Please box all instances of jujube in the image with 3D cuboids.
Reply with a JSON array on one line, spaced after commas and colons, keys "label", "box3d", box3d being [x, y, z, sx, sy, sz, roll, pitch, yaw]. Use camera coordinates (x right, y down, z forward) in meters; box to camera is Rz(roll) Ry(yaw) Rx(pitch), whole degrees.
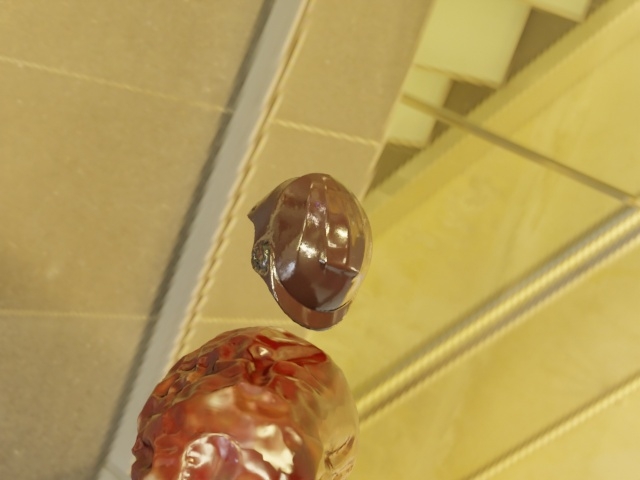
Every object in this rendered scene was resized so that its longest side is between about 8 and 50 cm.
[{"label": "jujube", "box3d": [-0.052, 0.143, 0.907, 0.230, 0.155, 0.155, -35, 150, -84]}]

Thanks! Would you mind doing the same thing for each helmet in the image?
[{"label": "helmet", "box3d": [0.000, 0.000, 0.993, 0.098, 0.123, 0.070, 17, 132, -38]}]
